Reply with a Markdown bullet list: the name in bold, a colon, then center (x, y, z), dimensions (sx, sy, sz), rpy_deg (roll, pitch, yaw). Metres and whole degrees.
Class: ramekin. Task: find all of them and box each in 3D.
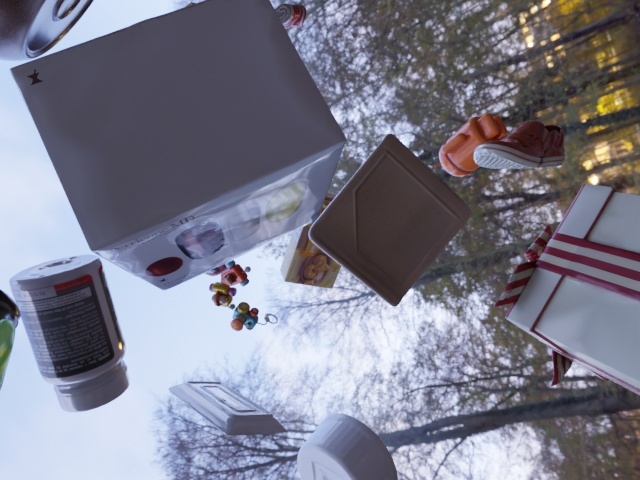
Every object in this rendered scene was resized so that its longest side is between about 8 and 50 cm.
- **ramekin**: center (0.064, 0.645, 1.241), dimensions (0.135, 0.277, 0.277), rpy_deg (-25, -84, -44)

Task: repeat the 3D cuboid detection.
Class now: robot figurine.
- **robot figurine**: center (0.445, -0.275, 1.313), dimensions (0.128, 0.219, 0.158), rpy_deg (45, -135, -1)

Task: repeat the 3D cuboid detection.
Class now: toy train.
- **toy train**: center (-0.163, 0.121, 0.881), dimensions (0.166, 0.125, 0.046), rpy_deg (59, -144, -19)

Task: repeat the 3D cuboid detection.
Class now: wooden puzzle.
- **wooden puzzle**: center (0.127, -0.034, 0.799), dimensions (0.221, 0.044, 0.239), rpy_deg (39, -93, -15)

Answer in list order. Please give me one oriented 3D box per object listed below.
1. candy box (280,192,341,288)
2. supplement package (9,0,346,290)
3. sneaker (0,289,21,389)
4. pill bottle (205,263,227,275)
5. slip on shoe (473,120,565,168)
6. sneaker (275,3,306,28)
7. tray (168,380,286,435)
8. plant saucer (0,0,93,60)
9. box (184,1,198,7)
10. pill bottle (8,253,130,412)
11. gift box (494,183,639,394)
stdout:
- **candy box**: center (0.000, 0.000, 1.479), dimensions (0.183, 0.316, 0.087), rpy_deg (11, -157, -23)
- **supplement package**: center (-0.106, -0.071, 0.403), dimensions (0.194, 0.203, 0.149), rpy_deg (-26, -100, -11)
- **sneaker**: center (-0.599, 0.142, 0.528), dimensions (0.202, 0.482, 0.185), rpy_deg (-93, 3, -54)
- **pill bottle**: center (-0.334, 0.017, 1.235), dimensions (0.180, 0.108, 0.108), rpy_deg (55, -145, -54)
- **slip on shoe**: center (0.433, -0.205, 0.951), dimensions (0.331, 0.123, 0.101), rpy_deg (-12, -73, -40)
- **sneaker**: center (-0.079, -0.431, 0.872), dimensions (0.067, 0.118, 0.042), rpy_deg (-30, -69, -43)
- **tray**: center (-0.202, 0.346, 0.942), dimensions (0.145, 0.270, 0.030), rpy_deg (17, -98, -41)
- **plant saucer**: center (-0.409, -0.395, 0.693), dimensions (0.050, 0.310, 0.311), rpy_deg (37, -132, -25)
- **box**: center (-0.223, -0.300, 0.698), dimensions (0.028, 0.136, 0.081), rpy_deg (-35, -74, -55)
- **pill bottle**: center (-0.490, 0.184, 0.889), dimensions (0.161, 0.161, 0.283), rpy_deg (-28, -66, -53)
- **gift box**: center (0.415, 0.096, 0.586), dimensions (0.255, 0.258, 0.276), rpy_deg (36, -91, -27)
